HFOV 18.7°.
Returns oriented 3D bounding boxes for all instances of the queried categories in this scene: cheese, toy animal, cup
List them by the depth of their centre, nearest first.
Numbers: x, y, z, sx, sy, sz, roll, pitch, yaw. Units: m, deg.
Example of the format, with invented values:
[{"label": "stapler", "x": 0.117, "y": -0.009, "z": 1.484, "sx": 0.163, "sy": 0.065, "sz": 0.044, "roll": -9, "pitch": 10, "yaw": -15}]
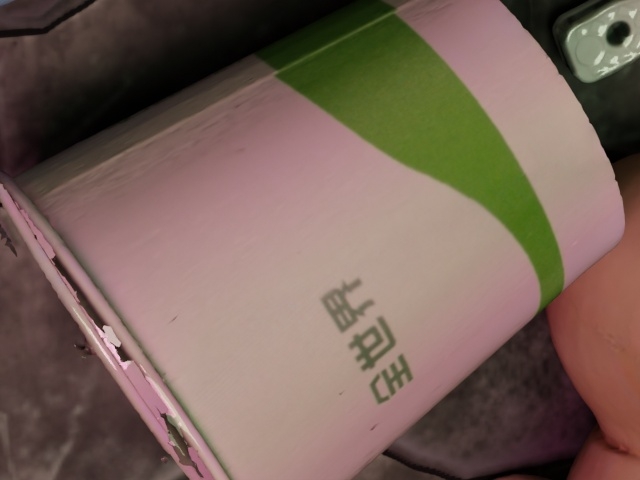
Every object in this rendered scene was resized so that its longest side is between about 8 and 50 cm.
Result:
[{"label": "cup", "x": 0.000, "y": 0.000, "z": 1.025, "sx": 0.274, "sy": 0.253, "sz": 0.253, "roll": -35, "pitch": 118, "yaw": -9}, {"label": "cheese", "x": 0.244, "y": -0.160, "z": 1.136, "sx": 0.235, "sy": 0.050, "sz": 0.127, "roll": -29, "pitch": 120, "yaw": -3}, {"label": "toy animal", "x": 0.231, "y": 0.108, "z": 1.160, "sx": 0.269, "sy": 0.237, "sz": 0.326, "roll": -38, "pitch": 113, "yaw": -11}]

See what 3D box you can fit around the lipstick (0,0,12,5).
[{"label": "lipstick", "x": -0.230, "y": -0.130, "z": 0.986, "sx": 0.274, "sy": 0.061, "sz": 0.068, "roll": -22, "pitch": 119, "yaw": -9}]
